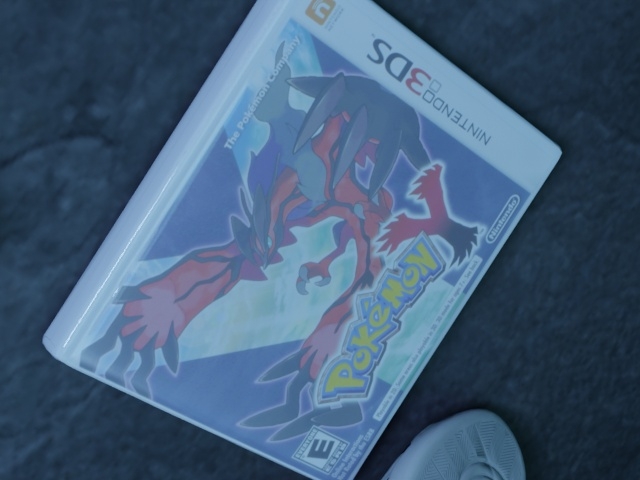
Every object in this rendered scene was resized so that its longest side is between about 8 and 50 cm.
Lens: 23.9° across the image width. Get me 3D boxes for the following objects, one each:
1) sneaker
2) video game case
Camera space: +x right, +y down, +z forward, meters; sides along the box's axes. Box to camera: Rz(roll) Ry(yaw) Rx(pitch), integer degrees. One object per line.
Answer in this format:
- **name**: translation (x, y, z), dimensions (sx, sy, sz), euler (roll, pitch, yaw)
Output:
- **sneaker**: translation (0.011, 0.162, 0.738), dimensions (0.079, 0.121, 0.217), euler (59, 40, -14)
- **video game case**: translation (0.000, 0.000, 0.686), dimensions (0.183, 0.023, 0.201), euler (31, 93, -38)
